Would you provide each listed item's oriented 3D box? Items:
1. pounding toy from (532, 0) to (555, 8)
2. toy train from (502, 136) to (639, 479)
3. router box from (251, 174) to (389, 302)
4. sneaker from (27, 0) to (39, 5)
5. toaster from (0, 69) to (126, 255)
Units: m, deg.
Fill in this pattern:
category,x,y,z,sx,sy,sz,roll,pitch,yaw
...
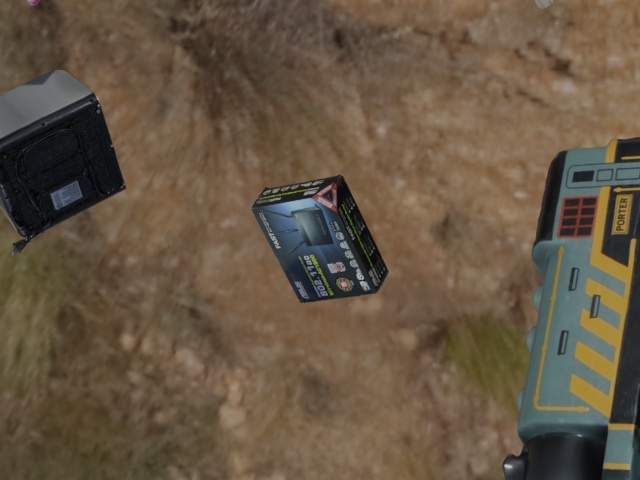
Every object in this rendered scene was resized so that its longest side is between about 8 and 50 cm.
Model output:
category,x,y,z,sx,sy,sz,roll,pitch,yaw
pounding toy,0.204,-0.303,1.030,0.237,0.110,0.183,-29,131,19
toy train,0.241,0.067,1.070,0.190,0.334,0.142,-3,147,29
router box,0.000,0.000,1.437,0.092,0.038,0.122,-9,120,33
sneaker,-0.192,-0.179,0.879,0.057,0.047,0.119,18,169,5
toaster,-0.365,-0.107,1.922,0.185,0.110,0.168,-30,135,-18
